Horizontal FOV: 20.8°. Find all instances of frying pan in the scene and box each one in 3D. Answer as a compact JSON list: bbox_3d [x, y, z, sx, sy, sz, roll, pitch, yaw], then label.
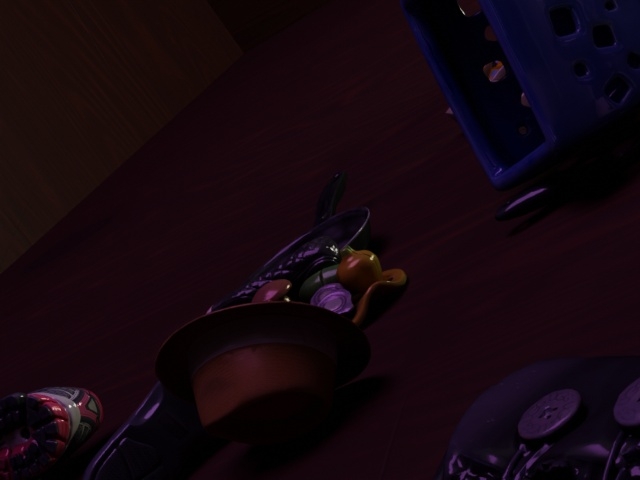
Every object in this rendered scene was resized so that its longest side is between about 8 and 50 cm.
[{"bbox_3d":[-0.024,0.018,2.045,0.197,0.053,0.326,-35,12,3],"label":"frying pan"}]

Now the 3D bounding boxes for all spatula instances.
[{"bbox_3d":[0.294,-0.096,1.657,0.296,0.030,0.084,-34,6,12],"label":"spatula"}]

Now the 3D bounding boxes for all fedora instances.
[{"bbox_3d":[-0.049,0.127,1.537,0.194,0.194,0.079,-29,48,30],"label":"fedora"}]

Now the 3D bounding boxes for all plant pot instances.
[{"bbox_3d":[0.237,-0.209,1.710,0.212,0.236,0.236,-27,-3,-12],"label":"plant pot"}]

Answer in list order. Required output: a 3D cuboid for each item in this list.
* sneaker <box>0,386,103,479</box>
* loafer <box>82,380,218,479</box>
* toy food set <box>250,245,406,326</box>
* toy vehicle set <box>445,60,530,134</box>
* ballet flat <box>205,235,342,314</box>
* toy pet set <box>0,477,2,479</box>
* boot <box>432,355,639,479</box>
[{"bbox_3d":[-0.374,0.253,2.006,0.299,0.121,0.112,-24,-5,32],"label":"sneaker"},{"bbox_3d":[-0.134,0.166,1.697,0.267,0.096,0.084,-42,7,-19],"label":"loafer"},{"bbox_3d":[-0.019,0.069,1.791,0.218,0.071,0.128,-32,13,20],"label":"toy food set"},{"bbox_3d":[0.246,-0.202,2.080,0.166,0.035,0.267,-51,11,-2],"label":"toy vehicle set"},{"bbox_3d":[-0.050,0.054,1.874,0.173,0.057,0.049,-29,32,13],"label":"ballet flat"},{"bbox_3d":[-0.378,0.314,1.874,0.122,0.065,0.114,-51,-4,2],"label":"toy pet set"},{"bbox_3d":[0.265,0.076,0.864,0.367,0.146,0.445,-41,8,-31],"label":"boot"}]
